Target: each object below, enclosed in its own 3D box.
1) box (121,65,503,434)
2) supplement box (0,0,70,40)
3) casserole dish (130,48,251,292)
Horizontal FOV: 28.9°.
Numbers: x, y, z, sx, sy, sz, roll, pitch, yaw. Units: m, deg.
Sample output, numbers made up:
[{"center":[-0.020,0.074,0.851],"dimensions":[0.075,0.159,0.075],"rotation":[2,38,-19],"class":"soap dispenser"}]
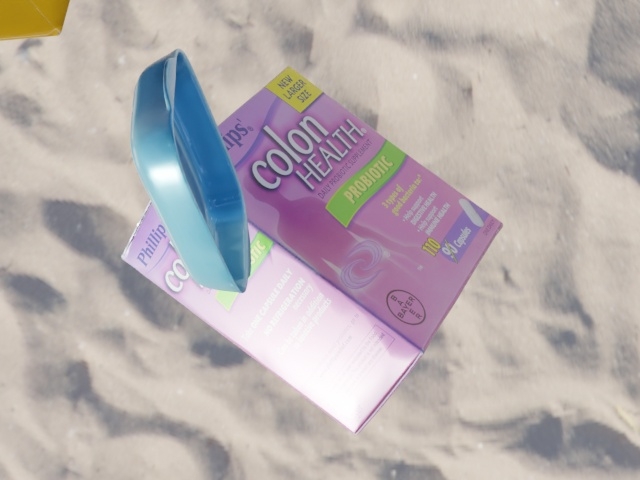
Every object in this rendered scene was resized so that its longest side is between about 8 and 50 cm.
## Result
[{"center":[0.000,0.000,1.048],"dimensions":[0.243,0.213,0.117],"rotation":[36,128,4],"class":"box"},{"center":[-0.277,-0.282,0.936],"dimensions":[0.194,0.129,0.191],"rotation":[49,132,28],"class":"supplement box"},{"center":[-0.089,-0.042,0.850],"dimensions":[0.037,0.114,0.188],"rotation":[-11,137,9],"class":"casserole dish"}]
